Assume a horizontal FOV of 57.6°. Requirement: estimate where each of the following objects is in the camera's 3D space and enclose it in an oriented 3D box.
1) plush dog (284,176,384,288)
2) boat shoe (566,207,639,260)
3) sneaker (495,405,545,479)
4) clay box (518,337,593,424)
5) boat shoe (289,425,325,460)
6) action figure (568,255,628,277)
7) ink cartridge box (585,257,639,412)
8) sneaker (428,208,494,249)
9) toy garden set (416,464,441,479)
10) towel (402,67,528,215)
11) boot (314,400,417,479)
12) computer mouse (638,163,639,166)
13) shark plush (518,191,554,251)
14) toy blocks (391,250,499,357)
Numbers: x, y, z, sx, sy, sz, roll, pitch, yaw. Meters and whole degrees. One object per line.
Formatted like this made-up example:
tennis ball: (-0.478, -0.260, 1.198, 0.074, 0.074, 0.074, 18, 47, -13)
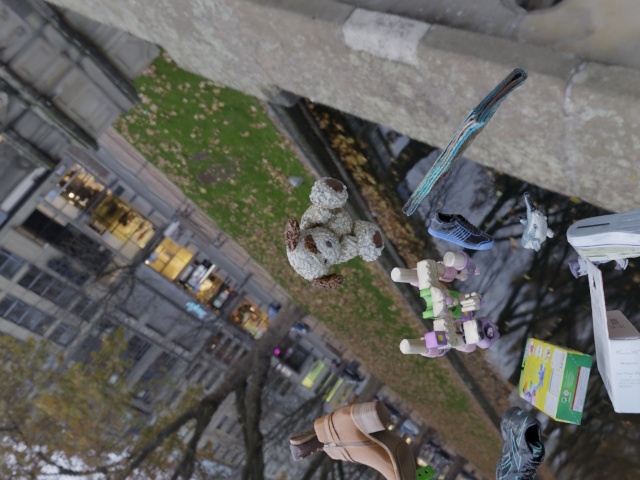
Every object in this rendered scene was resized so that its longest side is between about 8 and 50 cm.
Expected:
plush dog: (0.000, 0.000, 1.523, 0.262, 0.225, 0.211, 51, 143, -15)
boat shoe: (0.725, -0.010, 1.339, 0.094, 0.109, 0.302, 51, 151, -22)
sneaker: (0.541, 0.590, 1.569, 0.101, 0.267, 0.106, 3, 176, -26)
clay box: (0.452, 0.267, 1.144, 0.053, 0.127, 0.222, 12, 178, 2)
boat shoe: (-0.007, 0.617, 1.808, 0.073, 0.207, 0.073, -6, 94, 55)
action figure: (1.081, 0.051, 2.165, 0.285, 0.185, 0.099, -30, 91, 38)
ink cartridge box: (0.541, 0.157, 1.070, 0.060, 0.238, 0.275, -5, -179, 20)
sneaker: (0.494, -0.039, 2.024, 0.233, 0.081, 0.090, 15, 127, 8)
toy garden set: (0.355, 0.907, 1.974, 0.244, 0.204, 0.049, 48, 147, 49)
towel: (0.348, -0.234, 1.426, 0.040, 0.271, 0.370, 41, 144, 9)
boot: (0.117, 0.577, 1.568, 0.283, 0.220, 0.109, 62, -149, -4)
computer mouse: (0.852, -0.162, 1.361, 0.193, 0.042, 0.106, 5, -166, 35)
shark plush: (0.503, -0.039, 1.405, 0.067, 0.073, 0.161, 21, 153, 48)
toy blocks: (0.410, 0.188, 1.701, 0.260, 0.288, 0.309, 8, 158, -35)
